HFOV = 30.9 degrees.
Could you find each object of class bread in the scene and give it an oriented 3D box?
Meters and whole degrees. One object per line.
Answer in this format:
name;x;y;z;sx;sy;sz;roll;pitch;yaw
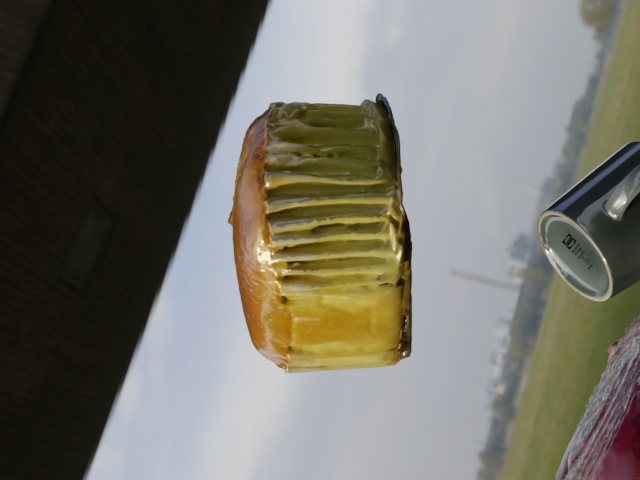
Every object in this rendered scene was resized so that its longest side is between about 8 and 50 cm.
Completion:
bread;0.000;0.000;0.722;0.190;0.114;0.132;92;174;-51

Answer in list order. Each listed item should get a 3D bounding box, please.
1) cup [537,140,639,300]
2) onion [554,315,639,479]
cup;0.186;-0.016;0.714;0.077;0.078;0.100;-33;-25;-17
onion;0.277;0.162;0.785;0.206;0.207;0.216;108;-175;-71
